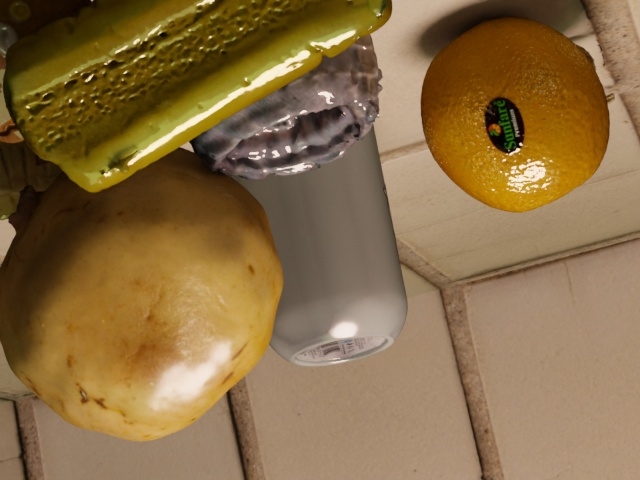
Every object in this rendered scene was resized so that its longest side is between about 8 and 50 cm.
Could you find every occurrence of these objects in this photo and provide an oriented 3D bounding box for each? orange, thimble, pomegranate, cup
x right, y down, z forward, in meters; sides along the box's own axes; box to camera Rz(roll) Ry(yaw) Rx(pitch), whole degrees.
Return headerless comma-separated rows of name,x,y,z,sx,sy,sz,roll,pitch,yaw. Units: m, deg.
orange,0.229,-0.151,1.882,0.236,0.236,0.236,-11,166,-3
thimble,-0.045,-0.174,1.702,0.236,0.172,0.205,-26,163,38
pomegranate,-0.208,0.048,1.753,0.332,0.333,0.332,-11,166,-3
cup,0.000,0.000,2.114,0.205,0.312,0.205,-11,163,-3

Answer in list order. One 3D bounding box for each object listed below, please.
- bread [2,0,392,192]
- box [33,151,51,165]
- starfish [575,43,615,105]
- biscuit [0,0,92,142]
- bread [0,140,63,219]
bread,-0.115,-0.195,1.488,0.383,0.166,0.112,-30,-163,6
box,-0.287,-0.157,1.687,0.060,0.111,0.156,-15,169,-17
starfish,0.273,-0.184,2.004,0.209,0.150,0.053,10,173,33
biscuit,-0.324,-0.177,1.549,0.236,0.039,0.180,-28,120,14
bread,-0.340,-0.093,1.898,0.236,0.106,0.140,-8,164,-17
